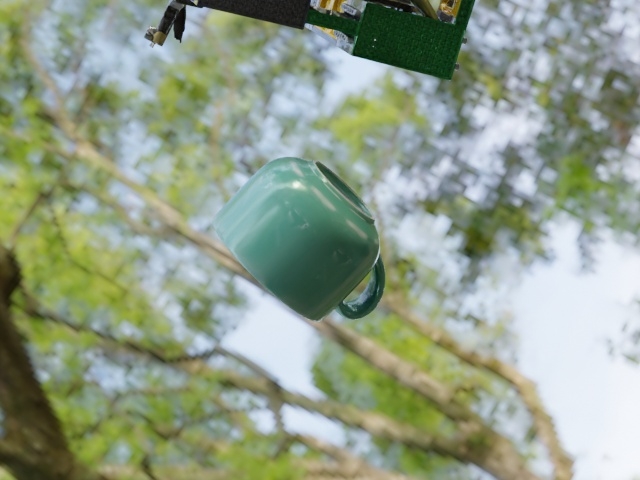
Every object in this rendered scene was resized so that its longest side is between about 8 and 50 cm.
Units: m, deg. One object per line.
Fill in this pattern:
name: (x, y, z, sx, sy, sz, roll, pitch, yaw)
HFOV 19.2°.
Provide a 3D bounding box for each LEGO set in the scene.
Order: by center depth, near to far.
LEGO set: (0.003, -0.277, 1.652, 0.331, 0.192, 0.254, 3, -75, -18)

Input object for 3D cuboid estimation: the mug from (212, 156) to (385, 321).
mug: (-0.007, -0.007, 1.620, 0.097, 0.129, 0.158, -47, -23, 9)
